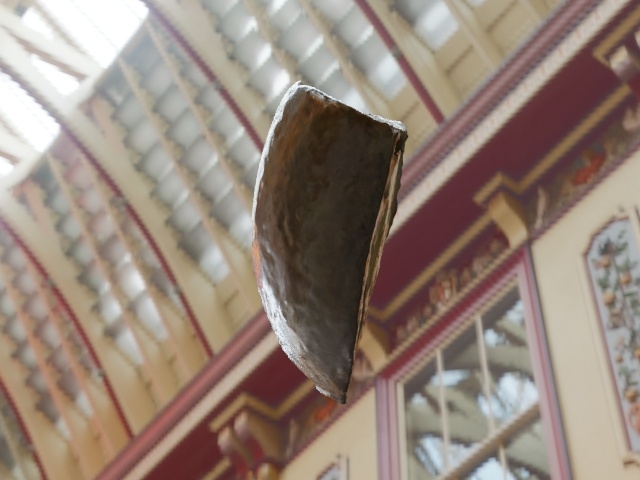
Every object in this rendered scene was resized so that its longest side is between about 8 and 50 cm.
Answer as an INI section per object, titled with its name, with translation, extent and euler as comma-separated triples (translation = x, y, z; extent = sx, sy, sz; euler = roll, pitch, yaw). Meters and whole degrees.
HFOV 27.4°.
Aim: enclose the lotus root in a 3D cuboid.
[lotus root]
translation = -0.005, -0.002, 1.279
extent = 0.142, 0.210, 0.314
euler = 12, -67, 6
